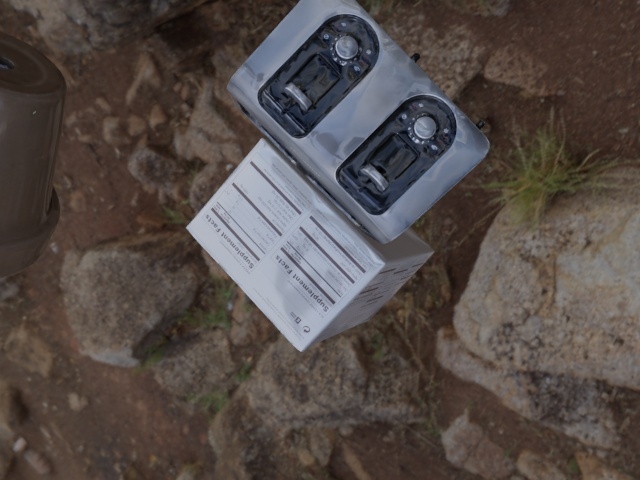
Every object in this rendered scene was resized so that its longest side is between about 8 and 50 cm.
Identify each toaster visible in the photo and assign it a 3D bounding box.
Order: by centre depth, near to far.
[{"bbox_3d":[0.022,-0.096,0.575,0.168,0.110,0.185,45,-179,-6],"label":"toaster"}]

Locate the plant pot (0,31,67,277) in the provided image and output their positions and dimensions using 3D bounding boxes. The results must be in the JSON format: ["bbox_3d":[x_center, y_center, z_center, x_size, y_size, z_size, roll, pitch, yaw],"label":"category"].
[{"bbox_3d":[-0.414,-0.121,0.863,0.263,0.263,0.229,39,117,8],"label":"plant pot"}]

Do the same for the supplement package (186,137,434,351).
[{"bbox_3d":[0.000,0.000,0.927,0.204,0.262,0.145,46,105,13],"label":"supplement package"}]
